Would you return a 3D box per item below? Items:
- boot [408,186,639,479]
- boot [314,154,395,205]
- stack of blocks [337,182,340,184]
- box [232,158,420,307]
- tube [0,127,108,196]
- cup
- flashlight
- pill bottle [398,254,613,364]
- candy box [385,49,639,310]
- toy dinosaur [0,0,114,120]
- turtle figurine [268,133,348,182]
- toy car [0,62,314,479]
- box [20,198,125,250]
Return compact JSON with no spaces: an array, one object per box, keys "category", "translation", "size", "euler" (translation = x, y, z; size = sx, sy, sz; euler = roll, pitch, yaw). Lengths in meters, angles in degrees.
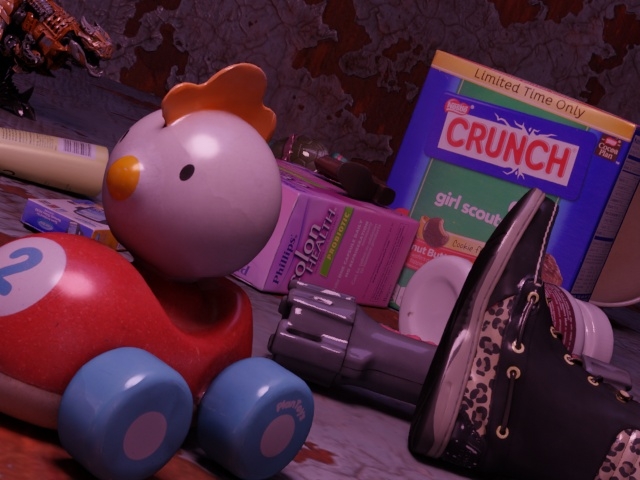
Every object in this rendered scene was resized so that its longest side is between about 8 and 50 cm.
[{"category":"boot","translation":[0.189,0.093,0.999],"size":[0.178,0.236,0.085],"euler":[25,-18,0]},{"category":"boot","translation":[0.022,-0.083,1.508],"size":[0.114,0.037,0.106],"euler":[34,1,44]},{"category":"stack of blocks","translation":[0.149,0.002,1.929],"size":[0.297,0.087,0.171],"euler":[27,10,36]},{"category":"box","translation":[-0.046,-0.022,1.484],"size":[0.213,0.117,0.243],"euler":[27,11,37]},{"category":"tube","translation":[-0.365,-0.103,1.439],"size":[0.240,0.062,0.070],"euler":[13,-33,-22]},{"category":"cup","translation":[0.440,-0.026,2.237],"size":[0.331,0.331,0.237],"euler":[19,-18,-13]},{"category":"flashlight","translation":[0.108,0.111,1.078],"size":[0.304,0.103,0.103],"euler":[18,-31,-3]},{"category":"pill bottle","translation":[0.199,0.094,1.325],"size":[0.221,0.121,0.121],"euler":[16,10,-36]},{"category":"candy box","translation":[0.219,-0.037,1.541],"size":[0.268,0.317,0.122],"euler":[24,9,24]},{"category":"toy dinosaur","translation":[-0.466,-0.304,1.909],"size":[0.322,0.218,0.164],"euler":[27,11,35]},{"category":"turtle figurine","translation":[-0.041,-0.105,1.856],"size":[0.234,0.118,0.175],"euler":[9,46,12]},{"category":"toy car","translation":[-0.106,-0.005,0.782],"size":[0.219,0.238,0.210],"euler":[27,10,39]},{"category":"box","translation":[-0.238,-0.016,1.268],"size":[0.081,0.028,0.136],"euler":[24,7,17]}]
